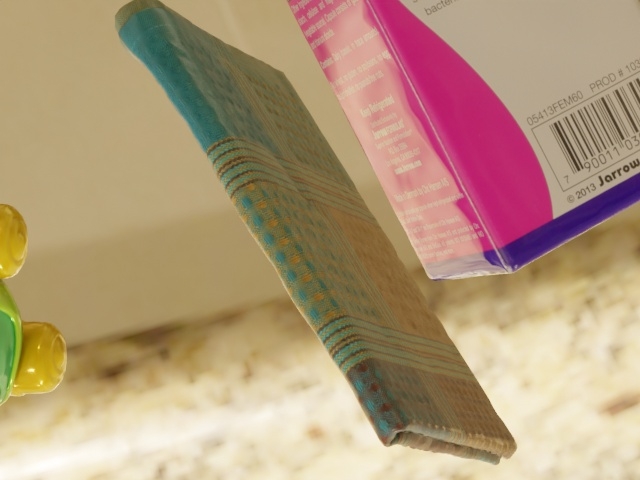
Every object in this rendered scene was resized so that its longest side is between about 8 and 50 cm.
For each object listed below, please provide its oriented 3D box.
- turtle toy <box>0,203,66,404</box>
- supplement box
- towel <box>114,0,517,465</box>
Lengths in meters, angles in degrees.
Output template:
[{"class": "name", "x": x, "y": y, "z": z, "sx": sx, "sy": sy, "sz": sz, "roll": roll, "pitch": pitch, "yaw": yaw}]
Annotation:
[{"class": "turtle toy", "x": -0.141, "y": 0.021, "z": 0.630, "sx": 0.095, "sy": 0.066, "sz": 0.130, "roll": -2, "pitch": 128, "yaw": 14}, {"class": "supplement box", "x": 0.061, "y": -0.104, "z": 0.881, "sx": 0.111, "sy": 0.220, "sz": 0.114, "roll": -28, "pitch": -176, "yaw": -14}, {"class": "towel", "x": 0.000, "y": 0.000, "z": 1.448, "sx": 0.040, "sy": 0.370, "sz": 0.271, "roll": -37, "pitch": 159, "yaw": 13}]
